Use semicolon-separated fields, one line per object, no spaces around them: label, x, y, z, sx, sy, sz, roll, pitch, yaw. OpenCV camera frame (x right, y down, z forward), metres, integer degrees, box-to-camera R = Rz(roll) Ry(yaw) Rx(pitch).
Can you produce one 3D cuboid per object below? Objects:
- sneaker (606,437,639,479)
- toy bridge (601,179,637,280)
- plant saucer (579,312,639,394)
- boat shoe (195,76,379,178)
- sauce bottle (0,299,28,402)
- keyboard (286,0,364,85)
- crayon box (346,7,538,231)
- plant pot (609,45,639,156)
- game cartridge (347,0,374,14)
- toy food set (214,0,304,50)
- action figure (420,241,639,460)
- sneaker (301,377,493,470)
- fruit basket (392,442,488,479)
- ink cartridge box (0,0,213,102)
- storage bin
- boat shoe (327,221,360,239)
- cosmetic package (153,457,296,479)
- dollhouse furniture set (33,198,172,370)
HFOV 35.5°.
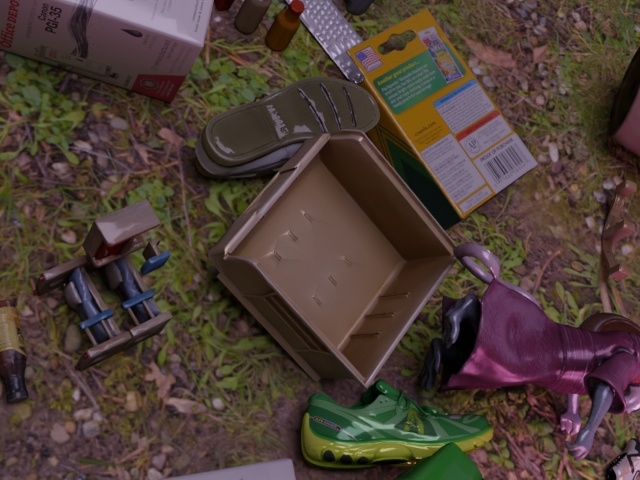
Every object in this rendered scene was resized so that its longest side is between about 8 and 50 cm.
sneaker;0.472;0.352;1.554;0.044;0.040;0.109;33;58;-5
toy bridge;0.513;-0.016;1.726;0.026;0.063;0.188;21;62;-15
plant saucer;0.495;0.194;1.644;0.168;0.029;0.168;10;63;-20
boat shoe;-0.054;-0.167;1.513;0.302;0.103;0.113;-16;77;-29
sauce bottle;-0.392;0.140;1.258;0.042;0.042;0.128;-8;74;-27
keyboard;0.020;-0.353;1.685;0.072;0.014;0.256;-35;84;-32
crayon box;0.184;-0.198;1.640;0.203;0.083;0.323;-33;88;-32
plant pot;0.686;-0.232;1.788;0.280;0.323;0.323;19;59;3
game cartridge;0.121;-0.552;1.715;0.060;0.196;0.294;19;61;-15
toy food set;-0.109;-0.429;1.607;0.111;0.104;0.232;-9;71;-27
action figure;0.340;0.160;1.439;0.370;0.248;0.276;7;88;-5
sneaker;0.114;0.253;1.396;0.295;0.109;0.123;4;66;-24
fruit basket;0.132;0.492;1.223;0.392;0.283;0.392;23;45;-25
ink cartridge box;-0.312;-0.320;1.404;0.283;0.207;0.117;15;70;-17
storage bin;0.021;0.021;1.400;0.260;0.123;0.262;49;61;-19
boat shoe;0.000;0.000;1.495;0.137;0.049;0.043;-7;74;-25
cosmetic package;-0.202;0.385;1.165;0.365;0.155;0.197;-3;68;-25
dollhouse furniture set;-0.265;0.060;1.266;0.129;0.184;0.129;-27;80;-31
